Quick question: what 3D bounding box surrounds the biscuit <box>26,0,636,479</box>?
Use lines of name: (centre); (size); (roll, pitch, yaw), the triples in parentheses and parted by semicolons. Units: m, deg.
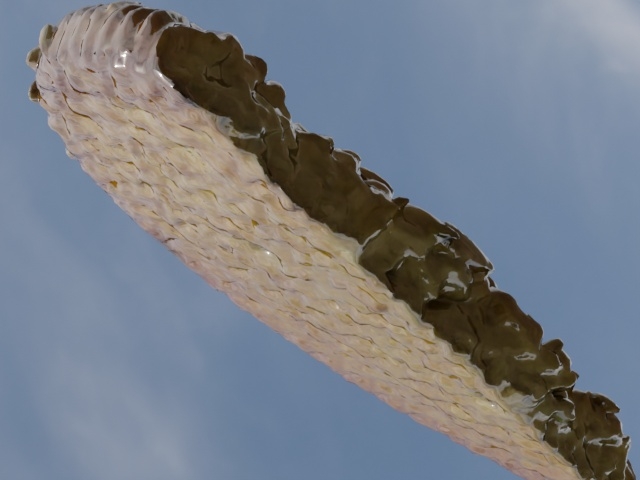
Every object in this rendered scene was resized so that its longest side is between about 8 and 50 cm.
biscuit: (-0.003, 0.002, 0.440); (0.206, 0.126, 0.025); (44, -108, -40)
